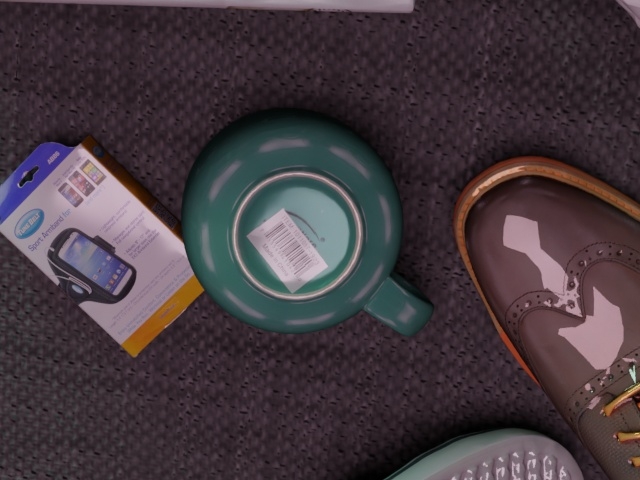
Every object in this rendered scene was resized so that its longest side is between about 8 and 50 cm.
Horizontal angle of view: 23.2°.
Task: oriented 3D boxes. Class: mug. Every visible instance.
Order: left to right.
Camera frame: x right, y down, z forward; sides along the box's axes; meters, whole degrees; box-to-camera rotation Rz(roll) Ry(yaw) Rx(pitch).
[{"bbox_3d":[-0.003,-0.009,0.914,0.158,0.097,0.129,5,99,-5],"label":"mug"}]

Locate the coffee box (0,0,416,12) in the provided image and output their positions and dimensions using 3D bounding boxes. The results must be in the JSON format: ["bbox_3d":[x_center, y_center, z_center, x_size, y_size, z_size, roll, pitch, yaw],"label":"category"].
[{"bbox_3d":[-0.092,-0.194,0.840,0.297,0.168,0.118,2,107,6],"label":"coffee box"}]

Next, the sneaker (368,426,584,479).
[{"bbox_3d":[0.017,0.223,0.993,0.321,0.127,0.126,-37,108,-10],"label":"sneaker"}]

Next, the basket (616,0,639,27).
[{"bbox_3d":[0.292,-0.139,0.736,0.266,0.328,0.331,-43,98,14],"label":"basket"}]

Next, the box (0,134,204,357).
[{"bbox_3d":[-0.137,-0.001,0.979,0.081,0.028,0.136,-43,97,16],"label":"box"}]

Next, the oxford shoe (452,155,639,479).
[{"bbox_3d":[0.213,0.101,0.919,0.130,0.132,0.363,-40,99,16],"label":"oxford shoe"}]
